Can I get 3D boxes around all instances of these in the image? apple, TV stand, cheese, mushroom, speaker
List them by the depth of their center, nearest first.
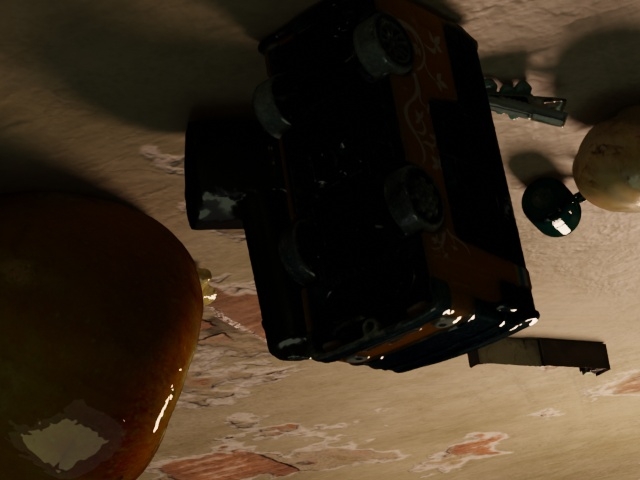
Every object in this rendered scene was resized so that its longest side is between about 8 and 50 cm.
[{"bbox_3d":[0.347,-0.088,1.455,0.148,0.112,0.148,-5,158,-2],"label":"mushroom"},{"bbox_3d":[-0.317,0.116,1.504,0.374,0.374,0.384,-8,-165,2],"label":"apple"},{"bbox_3d":[0.295,-0.044,1.597,0.094,0.060,0.075,-18,155,22],"label":"speaker"},{"bbox_3d":[-0.158,0.060,1.729,0.044,0.030,0.083,-3,150,5],"label":"cheese"},{"bbox_3d":[0.353,0.187,2.142,0.256,0.049,0.040,5,154,-28],"label":"TV stand"}]

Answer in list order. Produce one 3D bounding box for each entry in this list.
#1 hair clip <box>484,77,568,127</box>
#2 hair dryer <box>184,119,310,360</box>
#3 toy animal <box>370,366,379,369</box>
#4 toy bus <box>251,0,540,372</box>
[{"bbox_3d":[0.173,-0.142,1.368,0.173,0.049,0.049,6,153,-17],"label":"hair clip"},{"bbox_3d":[0.000,0.000,1.323,0.244,0.302,0.116,-2,139,-12],"label":"hair dryer"},{"bbox_3d":[0.071,0.125,1.908,0.148,0.084,0.233,19,155,-15],"label":"toy animal"},{"bbox_3d":[0.068,-0.051,1.202,0.162,0.323,0.194,-26,153,35],"label":"toy bus"}]
